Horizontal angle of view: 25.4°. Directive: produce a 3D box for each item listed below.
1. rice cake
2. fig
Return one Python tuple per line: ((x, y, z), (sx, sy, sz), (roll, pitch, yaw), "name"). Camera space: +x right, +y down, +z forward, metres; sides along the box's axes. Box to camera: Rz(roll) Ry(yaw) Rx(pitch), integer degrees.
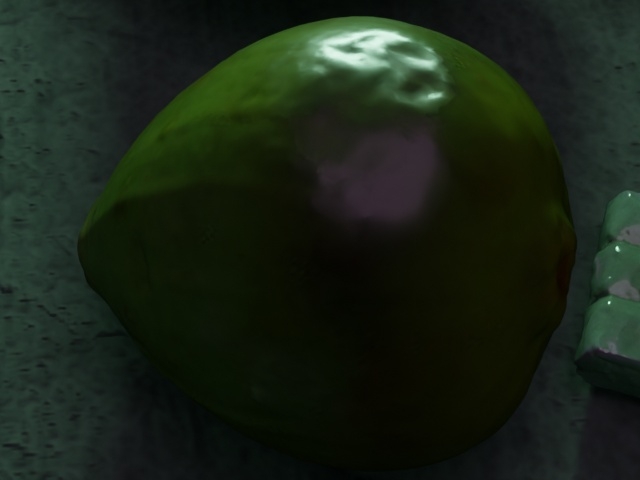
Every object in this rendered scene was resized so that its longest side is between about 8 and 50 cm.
((0.256, 0.049, 0.750), (0.237, 0.043, 0.127), (13, 55, 3), "rice cake")
((0.003, -0.006, 0.661), (0.230, 0.207, 0.207), (25, 57, 9), "fig")
